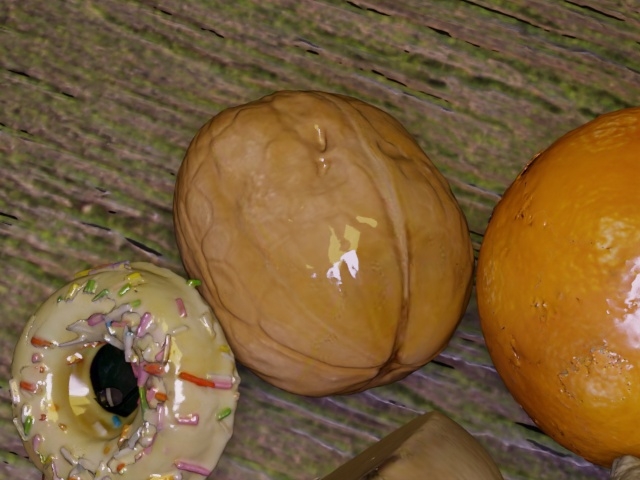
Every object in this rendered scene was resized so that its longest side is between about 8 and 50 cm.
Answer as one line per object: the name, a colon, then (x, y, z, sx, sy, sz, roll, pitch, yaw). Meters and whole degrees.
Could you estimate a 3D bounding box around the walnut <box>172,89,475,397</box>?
walnut: (0.000, 0.000, 1.146, 0.193, 0.193, 0.225, -28, 61, -16)

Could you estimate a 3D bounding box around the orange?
orange: (0.225, 0.032, 1.106, 0.246, 0.246, 0.246, 1, 63, -3)

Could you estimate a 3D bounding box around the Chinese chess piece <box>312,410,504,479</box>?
Chinese chess piece: (0.002, 0.204, 1.001, 0.251, 0.251, 0.097, -35, 87, -19)

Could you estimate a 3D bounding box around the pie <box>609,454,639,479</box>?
pie: (0.245, 0.263, 0.962, 0.075, 0.337, 0.337, -24, 65, 11)

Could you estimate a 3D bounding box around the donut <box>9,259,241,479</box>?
donut: (-0.133, 0.097, 1.101, 0.174, 0.068, 0.174, -3, 84, 32)
